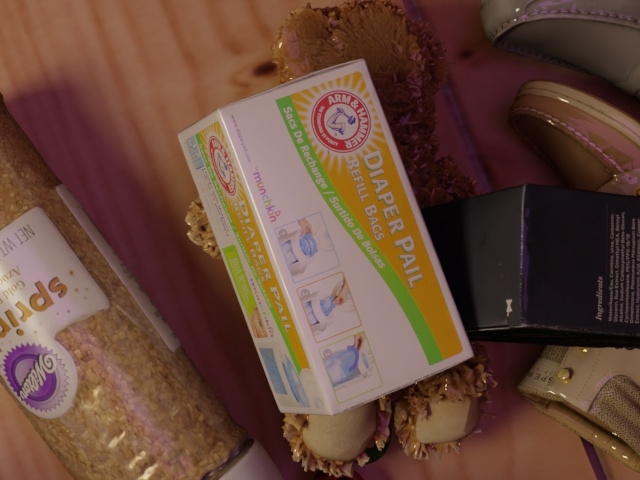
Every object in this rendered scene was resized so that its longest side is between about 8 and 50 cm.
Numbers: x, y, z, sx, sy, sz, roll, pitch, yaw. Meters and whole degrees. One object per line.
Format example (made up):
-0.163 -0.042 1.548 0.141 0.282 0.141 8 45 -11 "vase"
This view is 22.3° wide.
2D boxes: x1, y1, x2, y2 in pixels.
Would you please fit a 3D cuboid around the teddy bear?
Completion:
0.028 0.001 1.164 0.245 0.113 0.338 -23 93 -21 "teddy bear"

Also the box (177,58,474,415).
0.000 0.000 1.038 0.103 0.114 0.203 -21 91 -19 "box"

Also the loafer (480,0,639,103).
0.276 -0.143 1.241 0.319 0.112 0.111 5 74 -14 "loafer"

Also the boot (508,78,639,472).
0.203 0.026 1.217 0.262 0.095 0.203 42 78 -10 "boot"

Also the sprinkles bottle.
-0.167 0.068 1.103 0.121 0.121 0.355 -37 93 -15 "sprinkles bottle"

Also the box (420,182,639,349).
0.163 0.022 1.071 0.158 0.156 0.093 5 83 -22 "box"

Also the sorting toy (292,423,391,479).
0.010 0.161 1.183 0.061 0.042 0.102 28 66 -25 "sorting toy"
